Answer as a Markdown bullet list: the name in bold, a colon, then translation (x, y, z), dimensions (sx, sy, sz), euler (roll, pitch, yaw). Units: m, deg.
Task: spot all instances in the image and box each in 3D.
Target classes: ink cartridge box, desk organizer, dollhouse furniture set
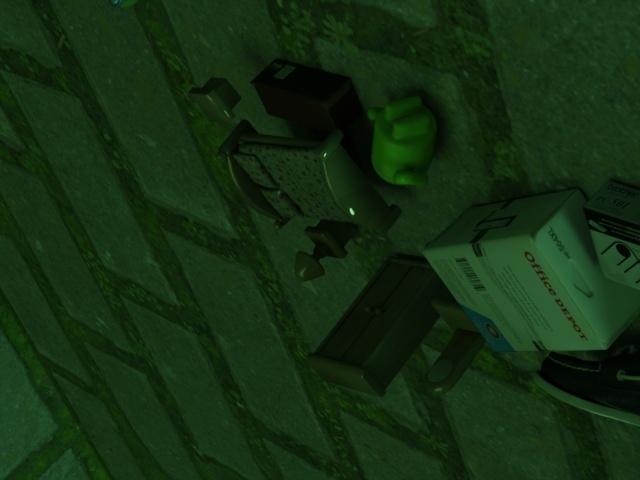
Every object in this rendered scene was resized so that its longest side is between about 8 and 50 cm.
- **ink cartridge box**: translation (0.224, 0.036, 1.617), dimensions (0.148, 0.086, 0.203), euler (55, 154, -14)
- **desk organizer**: translation (-0.016, -0.164, 1.758), dimensions (0.130, 0.047, 0.050), euler (21, 147, 45)
- **dollhouse furniture set**: translation (0.000, 0.000, 1.755), dimensions (0.303, 0.174, 0.355), euler (10, 146, 53)
- **ink cartridge box**: translation (0.347, 0.016, 1.436), dimensions (0.207, 0.046, 0.097), euler (22, 146, 43)

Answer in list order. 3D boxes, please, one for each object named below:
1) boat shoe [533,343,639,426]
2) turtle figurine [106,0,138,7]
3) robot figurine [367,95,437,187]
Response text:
- **boat shoe**: translation (0.350, 0.155, 1.592), dimensions (0.114, 0.091, 0.302), euler (9, -173, -45)
- **turtle figurine**: translation (-0.313, -0.372, 1.724), dimensions (0.266, 0.274, 0.198), euler (56, 140, 3)
- **robot figurine**: translation (0.089, -0.105, 1.649), dimensions (0.115, 0.067, 0.101), euler (94, 156, -58)
